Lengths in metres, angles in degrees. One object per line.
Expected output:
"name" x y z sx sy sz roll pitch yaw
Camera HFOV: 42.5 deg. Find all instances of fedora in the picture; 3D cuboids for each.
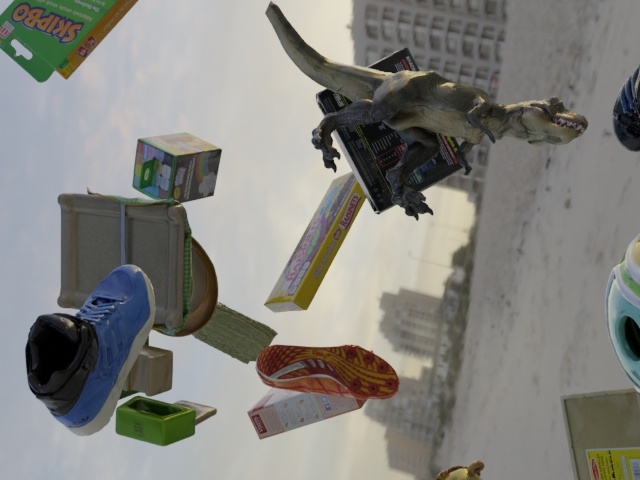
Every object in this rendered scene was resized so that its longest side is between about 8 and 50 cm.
"fedora" -0.244 0.068 1.226 0.079 0.194 0.194 -28 -47 -56

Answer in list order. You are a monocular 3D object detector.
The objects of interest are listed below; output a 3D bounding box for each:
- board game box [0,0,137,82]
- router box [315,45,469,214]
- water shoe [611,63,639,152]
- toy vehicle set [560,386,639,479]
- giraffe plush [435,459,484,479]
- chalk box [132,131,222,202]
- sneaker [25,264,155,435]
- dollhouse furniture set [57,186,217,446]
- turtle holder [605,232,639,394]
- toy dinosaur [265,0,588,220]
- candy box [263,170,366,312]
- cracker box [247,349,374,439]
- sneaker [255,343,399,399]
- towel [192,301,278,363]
"board game box" -0.284 -0.312 1.008 0.259 0.124 0.039 -48 -22 -5
"router box" 0.063 -0.097 0.736 0.122 0.092 0.038 63 177 -1
"water shoe" 0.396 -0.173 0.998 0.080 0.073 0.203 -50 -21 -32
"toy vehicle set" 0.496 0.382 1.367 0.166 0.035 0.266 -22 72 54
"giraffe plush" 0.249 0.504 1.537 0.170 0.210 0.181 -30 -2 -27
"chalk box" -0.364 -0.172 1.985 0.213 0.132 0.132 -17 -53 -52
"sneaker" -0.182 0.068 0.651 0.084 0.058 0.152 66 -148 -50
"dollhouse furniture set" -0.221 0.083 1.061 0.151 0.198 0.301 -14 -71 -62
"turtle holder" 0.468 0.063 0.976 0.227 0.243 0.320 -15 -58 -61
"toy dinosaur" 0.057 -0.092 0.629 0.064 0.268 0.118 85 -150 -65
"candy box" 0.000 0.000 1.069 0.206 0.027 0.105 -62 16 -19
"cracker box" -0.008 0.299 1.603 0.067 0.232 0.156 65 -156 -4
"sneaker" 0.010 0.160 1.003 0.067 0.175 0.064 85 -164 -65
"towel" -0.168 0.181 1.607 0.110 0.148 0.027 -50 21 33
